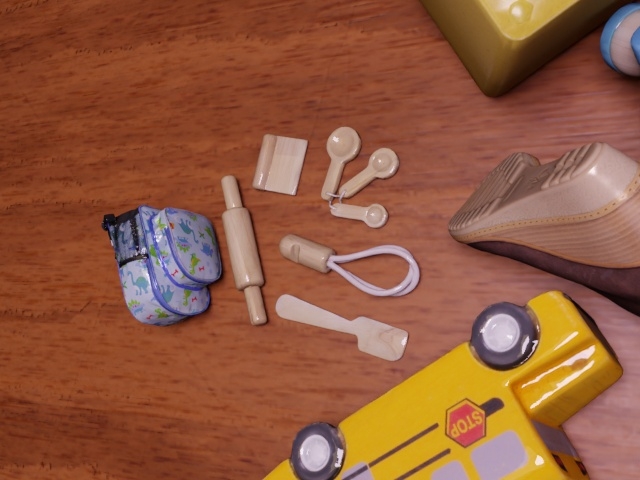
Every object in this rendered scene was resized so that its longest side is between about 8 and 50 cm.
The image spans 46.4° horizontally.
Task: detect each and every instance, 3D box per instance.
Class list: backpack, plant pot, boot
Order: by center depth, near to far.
[{"bbox_3d":[0.160,-0.247,0.560,0.212,0.187,0.212,-35,96,16],"label":"plant pot"},{"bbox_3d":[0.214,0.025,0.562,0.207,0.248,0.090,41,81,-7],"label":"boot"},{"bbox_3d":[-0.154,0.025,0.759,0.084,0.105,0.114,-18,75,24],"label":"backpack"}]

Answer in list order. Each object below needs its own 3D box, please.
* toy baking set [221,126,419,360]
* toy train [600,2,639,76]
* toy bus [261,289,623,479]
[{"bbox_3d":[-0.006,0.001,0.730,0.197,0.030,0.256,-16,73,23],"label":"toy baking set"},{"bbox_3d":[0.296,-0.062,0.546,0.105,0.248,0.143,-34,26,9],"label":"toy train"},{"bbox_3d":[0.086,0.179,0.591,0.333,0.108,0.130,-36,55,17],"label":"toy bus"}]
